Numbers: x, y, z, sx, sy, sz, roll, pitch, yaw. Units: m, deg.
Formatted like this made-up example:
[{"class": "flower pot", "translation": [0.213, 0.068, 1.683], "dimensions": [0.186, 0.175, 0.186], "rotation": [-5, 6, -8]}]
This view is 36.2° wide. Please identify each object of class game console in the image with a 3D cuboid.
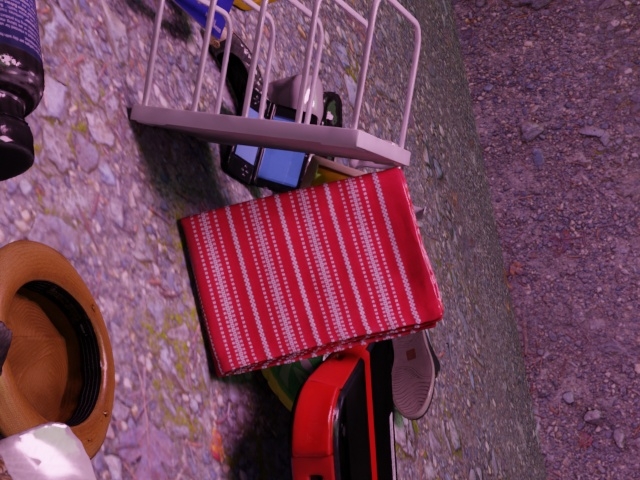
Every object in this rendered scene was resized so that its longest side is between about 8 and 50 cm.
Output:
[{"class": "game console", "translation": [-0.067, -0.135, 1.337], "dimensions": [0.107, 0.071, 0.122], "rotation": [31, 71, -61]}, {"class": "game console", "translation": [0.041, 0.320, 1.236], "dimensions": [0.342, 0.060, 0.386], "rotation": [-43, 131, -71]}]

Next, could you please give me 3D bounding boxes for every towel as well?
[{"class": "towel", "translation": [-0.009, 0.035, 1.143], "dimensions": [0.031, 0.275, 0.198], "rotation": [104, -28, -82]}]

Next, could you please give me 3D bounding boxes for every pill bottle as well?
[{"class": "pill bottle", "translation": [-0.283, -0.161, 0.768], "dimensions": [0.123, 0.123, 0.219], "rotation": [24, 52, -65]}]

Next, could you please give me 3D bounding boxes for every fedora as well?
[{"class": "fedora", "translation": [-0.235, 0.095, 0.764], "dimensions": [0.194, 0.079, 0.194], "rotation": [-15, 90, -76]}]

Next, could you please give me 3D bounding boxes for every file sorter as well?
[{"class": "file sorter", "translation": [-0.042, -0.195, 1.143], "dimensions": [0.193, 0.278, 0.173], "rotation": [8, 91, -69]}]

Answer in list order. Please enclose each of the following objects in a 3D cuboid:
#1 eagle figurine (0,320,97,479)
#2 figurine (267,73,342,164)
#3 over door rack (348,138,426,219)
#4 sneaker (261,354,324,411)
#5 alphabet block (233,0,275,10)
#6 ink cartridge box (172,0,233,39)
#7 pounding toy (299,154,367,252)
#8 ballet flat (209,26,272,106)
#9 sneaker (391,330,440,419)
[{"class": "eagle figurine", "translation": [-0.251, 0.115, 0.500], "dimensions": [0.226, 0.225, 0.298], "rotation": [49, -23, 9]}, {"class": "figurine", "translation": [-0.014, -0.131, 1.493], "dimensions": [0.215, 0.092, 0.209], "rotation": [10, 70, -77]}, {"class": "over door rack", "translation": [0.072, 0.004, 1.516], "dimensions": [0.324, 0.108, 0.239], "rotation": [53, 52, -70]}, {"class": "sneaker", "translation": [-0.021, 0.091, 1.267], "dimensions": [0.109, 0.123, 0.295], "rotation": [24, 53, -65]}, {"class": "alphabet block", "translation": [-0.087, -0.475, 1.429], "dimensions": [0.192, 0.193, 0.197], "rotation": [-3, 78, -68]}, {"class": "ink cartridge box", "translation": [-0.077, -0.444, 1.222], "dimensions": [0.371, 0.069, 0.176], "rotation": [-69, 162, -2]}, {"class": "pounding toy", "translation": [-0.010, 0.002, 1.205], "dimensions": [0.094, 0.181, 0.206], "rotation": [109, 1, -57]}, {"class": "ballet flat", "translation": [-0.112, -0.224, 1.373], "dimensions": [0.049, 0.057, 0.173], "rotation": [-42, 114, -36]}, {"class": "sneaker", "translation": [0.181, 0.244, 1.744], "dimensions": [0.222, 0.083, 0.118], "rotation": [-86, 153, -45]}]
